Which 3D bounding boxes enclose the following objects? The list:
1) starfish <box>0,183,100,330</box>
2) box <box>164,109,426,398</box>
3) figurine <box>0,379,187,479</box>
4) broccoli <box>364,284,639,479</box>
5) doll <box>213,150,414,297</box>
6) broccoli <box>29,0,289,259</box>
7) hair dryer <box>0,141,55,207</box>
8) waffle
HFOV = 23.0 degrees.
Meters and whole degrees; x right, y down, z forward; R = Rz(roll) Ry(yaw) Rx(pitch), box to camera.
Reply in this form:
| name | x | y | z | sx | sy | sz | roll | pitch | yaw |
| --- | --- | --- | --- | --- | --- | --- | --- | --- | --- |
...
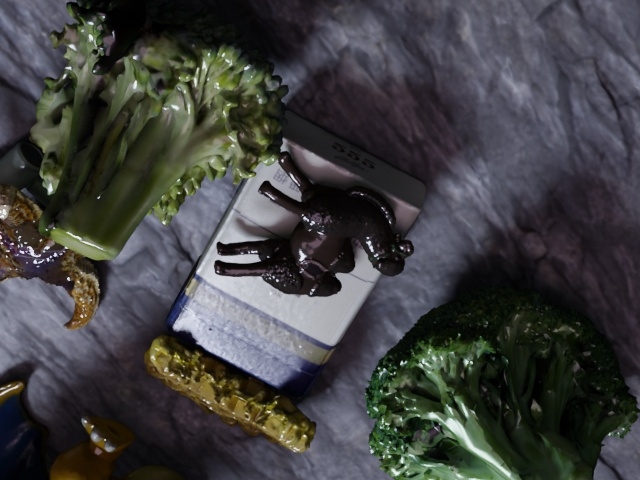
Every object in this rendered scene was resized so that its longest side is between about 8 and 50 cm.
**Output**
| name | x | y | z | sx | sy | sz | roll | pitch | yaw |
| --- | --- | --- | --- | --- | --- | --- | --- | --- | --- |
| starfish | -0.290 | 0.011 | 1.574 | 0.216 | 0.071 | 0.238 | -1 | 141 | 33 |
| box | -0.027 | 0.019 | 1.561 | 0.168 | 0.071 | 0.259 | 28 | 118 | -7 |
| figurine | -0.258 | 0.392 | 1.646 | 0.401 | 0.268 | 0.387 | 38 | 93 | -14 |
| broccoli | 0.175 | 0.169 | 1.533 | 0.261 | 0.241 | 0.269 | -28 | 141 | 0 |
| doll | 0.000 | 0.000 | 1.479 | 0.165 | 0.057 | 0.139 | 26 | 113 | -10 |
| broccoli | -0.178 | -0.099 | 1.410 | 0.263 | 0.243 | 0.247 | 12 | 154 | 25 |
| hair dryer | -0.279 | -0.041 | 1.592 | 0.063 | 0.038 | 0.124 | -36 | 114 | 25 |
| waffle | -0.091 | 0.156 | 1.615 | 0.194 | 0.149 | 0.051 | 32 | 74 | -4 |
